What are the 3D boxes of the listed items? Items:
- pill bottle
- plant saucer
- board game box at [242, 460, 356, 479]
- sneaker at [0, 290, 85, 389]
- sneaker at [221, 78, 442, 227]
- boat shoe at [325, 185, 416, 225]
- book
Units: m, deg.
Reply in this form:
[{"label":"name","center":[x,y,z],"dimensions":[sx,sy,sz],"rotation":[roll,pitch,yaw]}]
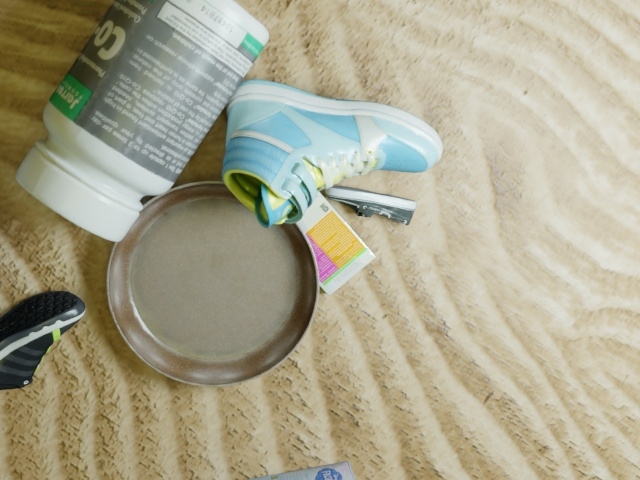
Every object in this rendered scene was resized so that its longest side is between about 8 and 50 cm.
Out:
[{"label":"pill bottle","center":[-0.248,-0.192,1.540],"dimensions":[0.204,0.204,0.361],"rotation":[33,93,-11]},{"label":"plant saucer","center":[-0.157,0.062,1.660],"dimensions":[0.310,0.050,0.310],"rotation":[0,103,-2]},{"label":"board game box","center":[-0.085,0.428,1.603],"dimensions":[0.318,0.318,0.066],"rotation":[-9,101,-5]},{"label":"sneaker","center":[-0.440,0.161,1.650],"dimensions":[0.235,0.084,0.097],"rotation":[-30,125,-1]},{"label":"sneaker","center":[0.008,-0.096,1.587],"dimensions":[0.319,0.127,0.208],"rotation":[11,59,-1]},{"label":"boat shoe","center":[0.074,-0.053,1.684],"dimensions":[0.142,0.049,0.040],"rotation":[10,98,-11]},{"label":"book","center":[0.000,0.000,1.691],"dimensions":[0.096,0.035,0.144],"rotation":[-41,101,4]}]
